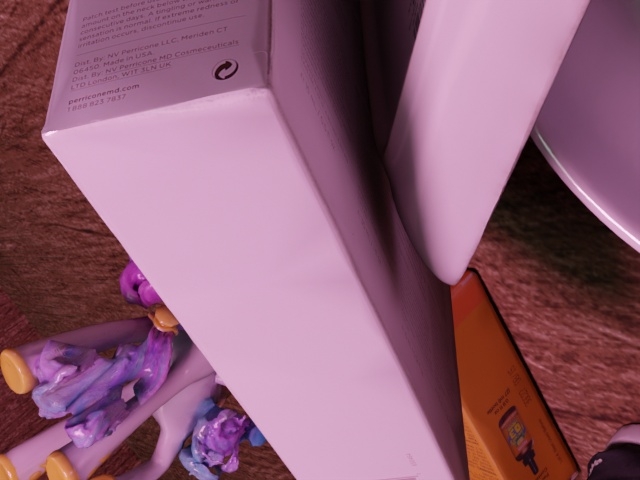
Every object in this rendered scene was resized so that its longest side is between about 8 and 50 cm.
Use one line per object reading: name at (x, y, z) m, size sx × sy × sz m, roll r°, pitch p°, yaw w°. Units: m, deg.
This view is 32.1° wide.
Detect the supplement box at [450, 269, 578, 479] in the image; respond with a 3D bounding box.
supplement box at (0.132, 0.133, 0.945) m, size 0.080 × 0.078 × 0.233 m, roll 6°, pitch 132°, yaw 56°

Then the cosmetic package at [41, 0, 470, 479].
cosmetic package at (-0.005, -0.049, 0.606) m, size 0.097 × 0.284 × 0.377 m, roll -9°, pitch 142°, yaw 14°

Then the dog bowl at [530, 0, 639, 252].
dog bowl at (0.202, -0.090, 0.463) m, size 0.265 × 0.104 × 0.265 m, roll 38°, pitch 154°, yaw 22°

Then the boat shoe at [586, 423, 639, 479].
boat shoe at (0.295, 0.202, 0.759) m, size 0.114 × 0.091 × 0.302 m, roll 54°, pitch 155°, yaw -13°

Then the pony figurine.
pony figurine at (-0.123, 0.098, 1.069) m, size 0.303 × 0.363 × 0.351 m, roll 46°, pitch 141°, yaw 23°

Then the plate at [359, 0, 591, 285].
plate at (0.050, -0.159, 0.470) m, size 0.277 × 0.045 × 0.278 m, roll 102°, pitch 165°, yaw -61°
